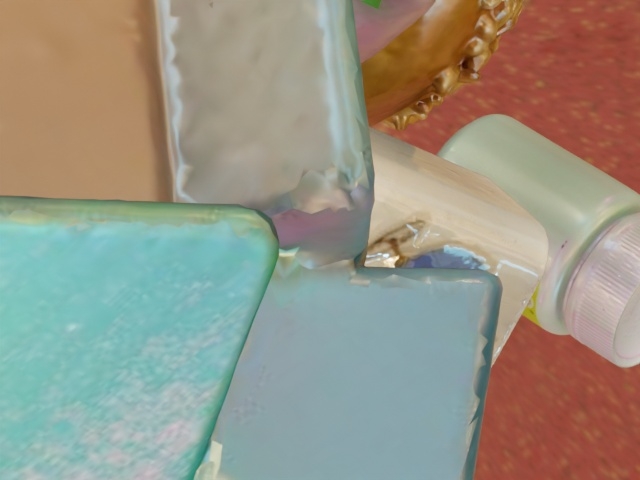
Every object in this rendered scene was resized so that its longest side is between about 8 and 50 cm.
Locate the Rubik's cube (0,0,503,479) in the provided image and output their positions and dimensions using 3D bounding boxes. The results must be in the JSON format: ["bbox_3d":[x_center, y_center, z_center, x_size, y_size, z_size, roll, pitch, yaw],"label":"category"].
[{"bbox_3d":[-0.133,-0.002,0.586,0.368,0.387,0.358,-17,72,27],"label":"Rubik's cube"}]

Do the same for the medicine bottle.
[{"bbox_3d":[0.198,-0.001,1.599,0.225,0.139,0.139,35,95,32],"label":"medicine bottle"}]

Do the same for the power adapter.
[{"bbox_3d":[0.000,0.000,1.045,0.205,0.125,0.130,20,105,-29],"label":"power adapter"}]

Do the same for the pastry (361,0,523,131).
[{"bbox_3d":[0.012,-0.255,1.213,0.245,0.409,0.409,6,97,-22],"label":"pastry"}]
